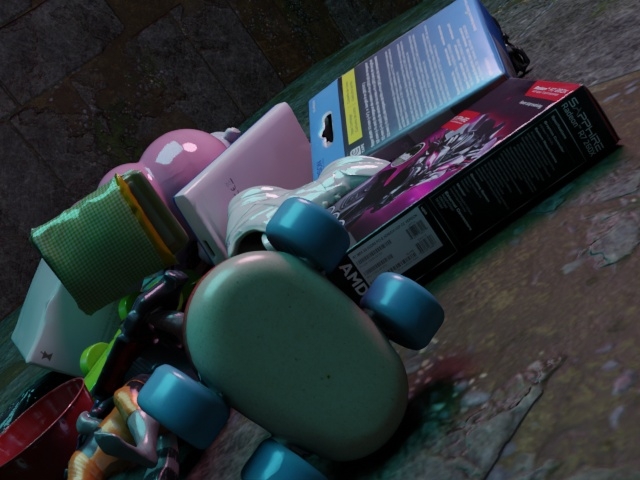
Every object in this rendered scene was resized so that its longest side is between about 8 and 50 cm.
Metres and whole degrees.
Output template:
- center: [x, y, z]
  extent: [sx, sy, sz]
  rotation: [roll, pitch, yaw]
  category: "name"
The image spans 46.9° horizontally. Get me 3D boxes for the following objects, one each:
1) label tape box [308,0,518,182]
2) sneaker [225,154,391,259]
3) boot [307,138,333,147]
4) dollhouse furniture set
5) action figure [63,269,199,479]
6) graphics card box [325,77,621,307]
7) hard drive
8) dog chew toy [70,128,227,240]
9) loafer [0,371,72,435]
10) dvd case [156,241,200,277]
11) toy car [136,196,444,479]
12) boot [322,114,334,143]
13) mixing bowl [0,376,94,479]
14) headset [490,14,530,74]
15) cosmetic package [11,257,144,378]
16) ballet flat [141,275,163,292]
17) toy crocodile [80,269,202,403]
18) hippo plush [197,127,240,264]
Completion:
- center: [0.149, -0.220, 1.225]
  extent: [0.347, 0.115, 0.249]
  rotation: [-31, 40, 25]
  category: "label tape box"
- center: [-0.009, -0.029, 1.130]
  extent: [0.305, 0.114, 0.152]
  rotation: [-17, 40, 21]
  category: "sneaker"
- center: [-0.002, -0.177, 1.636]
  extent: [0.123, 0.095, 0.258]
  rotation: [-25, 27, 16]
  category: "boot"
- center: [-0.266, 0.062, 1.084]
  extent: [0.197, 0.301, 0.151]
  rotation: [-36, 13, -8]
  category: "dollhouse furniture set"
- center: [-0.206, 0.229, 0.866]
  extent: [0.341, 0.178, 0.330]
  rotation: [-62, -3, 27]
  category: "action figure"
- center: [0.158, -0.066, 0.946]
  extent: [0.371, 0.094, 0.233]
  rotation: [-36, 16, 4]
  category: "graphics card box"
- center: [-0.104, -0.078, 1.308]
  extent: [0.040, 0.210, 0.319]
  rotation: [-9, 30, 40]
  category: "hard drive"
- center: [-0.305, -0.062, 1.322]
  extent: [0.331, 0.207, 0.206]
  rotation: [-30, 13, -18]
  category: "dog chew toy"
- center: [-0.542, 0.323, 1.336]
  extent: [0.078, 0.076, 0.223]
  rotation: [-11, 32, 41]
  category: "loafer"
- center: [-0.307, -0.019, 1.574]
  extent: [0.022, 0.253, 0.180]
  rotation: [8, 31, 13]
  category: "dvd case"
- center: [-0.043, 0.112, 0.706]
  extent: [0.219, 0.210, 0.238]
  rotation: [-54, 8, -18]
  category: "toy car"
- center: [0.131, -0.330, 1.674]
  extent: [0.280, 0.096, 0.264]
  rotation: [-41, -17, -23]
  category: "boot"
- center: [-0.375, 0.291, 1.035]
  extent: [0.181, 0.098, 0.181]
  rotation: [-34, 15, 10]
  category: "mixing bowl"
- center: [0.211, -0.280, 1.447]
  extent: [0.394, 0.185, 0.243]
  rotation: [-43, 4, 40]
  category: "headset"
- center: [-0.501, 0.143, 1.490]
  extent: [0.385, 0.156, 0.217]
  rotation: [3, 72, 63]
  category: "cosmetic package"
- center: [-0.331, 0.114, 1.491]
  extent: [0.091, 0.077, 0.241]
  rotation: [-39, 16, -32]
  category: "ballet flat"
- center: [-0.309, 0.169, 1.263]
  extent: [0.115, 0.105, 0.340]
  rotation: [-24, 26, 37]
  category: "toy crocodile"
- center: [-0.209, -0.098, 1.541]
  extent: [0.234, 0.236, 0.294]
  rotation: [-33, 16, 10]
  category: "hippo plush"
